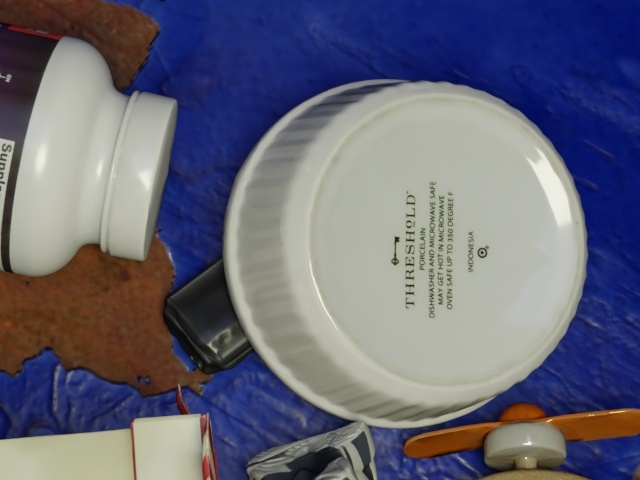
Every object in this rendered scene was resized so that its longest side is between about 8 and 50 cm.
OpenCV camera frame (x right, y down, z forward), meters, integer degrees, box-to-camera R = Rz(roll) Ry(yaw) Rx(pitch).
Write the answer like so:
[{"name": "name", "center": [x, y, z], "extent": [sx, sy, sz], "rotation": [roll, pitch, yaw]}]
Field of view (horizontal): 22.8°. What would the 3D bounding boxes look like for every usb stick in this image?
[{"name": "usb stick", "center": [0.000, 0.000, 1.245], "extent": [0.278, 0.045, 0.077], "rotation": [-37, 72, -16]}]

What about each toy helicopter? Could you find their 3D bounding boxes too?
[{"name": "toy helicopter", "center": [0.218, 0.203, 1.175], "extent": [0.355, 0.140, 0.235], "rotation": [-19, 65, -23]}]

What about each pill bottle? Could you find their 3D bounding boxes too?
[{"name": "pill bottle", "center": [-0.276, -0.078, 1.170], "extent": [0.322, 0.181, 0.182], "rotation": [11, 71, -2]}]

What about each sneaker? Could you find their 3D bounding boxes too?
[{"name": "sneaker", "center": [0.015, 0.218, 1.096], "extent": [0.094, 0.235, 0.153], "rotation": [-18, 93, -3]}]

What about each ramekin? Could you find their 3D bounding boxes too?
[{"name": "ramekin", "center": [0.073, 0.005, 1.170], "extent": [0.272, 0.127, 0.273], "rotation": [2, 85, -17]}]

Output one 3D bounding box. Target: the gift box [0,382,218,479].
[{"name": "gift box", "center": [-0.154, 0.224, 0.994], "extent": [0.258, 0.255, 0.276], "rotation": [-3, 78, -5]}]
